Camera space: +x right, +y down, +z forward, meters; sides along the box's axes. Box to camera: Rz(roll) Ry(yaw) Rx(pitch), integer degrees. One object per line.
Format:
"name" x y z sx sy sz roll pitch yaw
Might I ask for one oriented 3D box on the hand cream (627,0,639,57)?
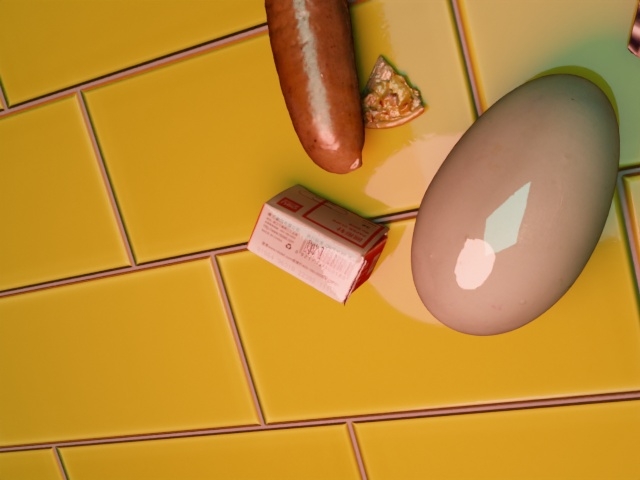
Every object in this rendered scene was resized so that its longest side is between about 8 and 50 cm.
"hand cream" 0.557 -0.255 0.901 0.359 0.118 0.185 10 110 10

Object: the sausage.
"sausage" -0.015 -0.341 1.082 0.136 0.123 0.500 3 105 34

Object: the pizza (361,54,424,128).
"pizza" 0.090 -0.220 1.132 0.123 0.026 0.108 -8 100 23

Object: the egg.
"egg" 0.257 -0.042 1.006 0.230 0.230 0.370 30 108 11

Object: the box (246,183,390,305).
"box" 0.000 0.000 1.172 0.182 0.133 0.099 29 114 14
